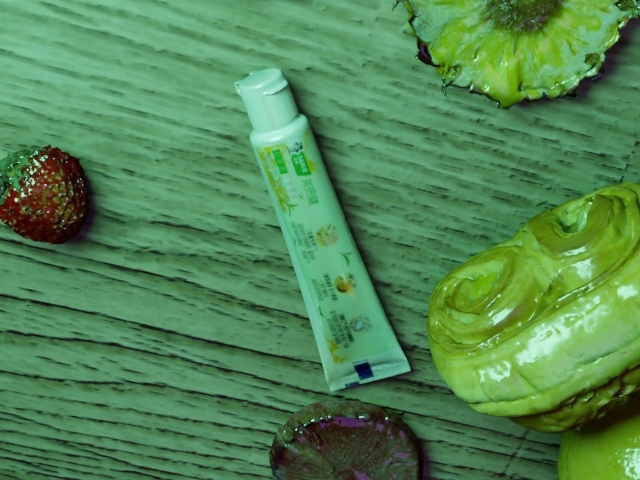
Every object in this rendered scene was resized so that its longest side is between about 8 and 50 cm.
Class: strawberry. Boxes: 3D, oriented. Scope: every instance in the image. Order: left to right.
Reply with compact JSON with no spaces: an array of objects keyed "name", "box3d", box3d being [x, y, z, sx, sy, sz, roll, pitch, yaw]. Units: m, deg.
[{"name":"strawberry","box3d":[-0.233,-0.035,0.926,0.083,0.083,0.096,-25,145,8]}]

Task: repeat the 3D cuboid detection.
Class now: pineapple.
[{"name":"pineapple","box3d":[0.165,-0.204,0.885,0.221,0.047,0.221,-1,117,-2]}]

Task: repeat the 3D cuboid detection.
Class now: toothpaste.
[{"name":"toothpaste","box3d":[0.000,0.000,0.962,0.056,0.058,0.314,-39,122,-33]}]

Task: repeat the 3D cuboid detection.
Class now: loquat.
[{"name":"loquat","box3d":[0.316,0.213,0.986,0.208,0.208,0.208,-1,113,-2]}]

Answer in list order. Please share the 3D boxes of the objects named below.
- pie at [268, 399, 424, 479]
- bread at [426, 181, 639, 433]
[{"name":"pie","box3d":[0.026,0.217,1.063,0.154,0.036,0.154,-1,113,-2]},{"name":"bread","box3d":[0.204,0.056,0.912,0.236,0.198,0.120,-32,116,11]}]
